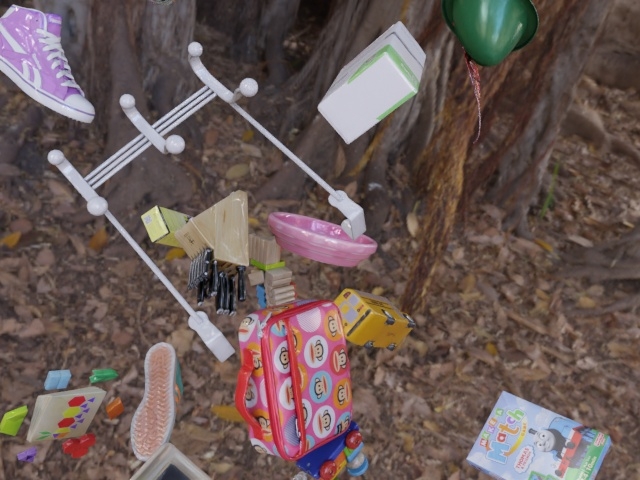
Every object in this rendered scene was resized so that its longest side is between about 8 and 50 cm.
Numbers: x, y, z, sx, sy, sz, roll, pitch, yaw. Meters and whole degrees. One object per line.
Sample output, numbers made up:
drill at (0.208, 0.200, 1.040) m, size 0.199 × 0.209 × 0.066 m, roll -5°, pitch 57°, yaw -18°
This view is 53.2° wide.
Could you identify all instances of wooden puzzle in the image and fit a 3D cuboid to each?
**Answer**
wooden puzzle at (-0.277, 0.535, 1.201) m, size 0.238 × 0.044 × 0.221 m, roll 39°, pitch 55°, yaw 7°

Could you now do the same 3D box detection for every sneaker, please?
sneaker at (-0.557, -0.375, 1.316) m, size 0.282 × 0.161 × 0.102 m, roll 39°, pitch 9°, yaw 2°
sneaker at (-0.405, 0.423, 1.640) m, size 0.108 × 0.121 × 0.302 m, roll -2°, pitch 57°, yaw 6°

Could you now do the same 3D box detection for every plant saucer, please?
plant saucer at (0.000, 0.000, 1.878) m, size 0.331 × 0.084 × 0.332 m, roll 15°, pitch 9°, yaw -2°

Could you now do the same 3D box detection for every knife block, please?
knife block at (-0.221, 0.036, 1.540) m, size 0.242 × 0.088 × 0.275 m, roll 53°, pitch 41°, yaw -4°

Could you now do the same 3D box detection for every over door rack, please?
over door rack at (-0.133, -0.064, 0.747) m, size 0.239 × 0.108 × 0.324 m, roll -41°, pitch 77°, yaw -12°

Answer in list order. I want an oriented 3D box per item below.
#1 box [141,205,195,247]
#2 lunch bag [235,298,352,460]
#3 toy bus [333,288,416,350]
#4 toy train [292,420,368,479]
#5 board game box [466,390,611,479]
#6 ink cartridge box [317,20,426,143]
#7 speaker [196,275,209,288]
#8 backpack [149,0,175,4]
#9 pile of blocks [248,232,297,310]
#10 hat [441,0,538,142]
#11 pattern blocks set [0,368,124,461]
box at (-0.403, -0.031, 1.793) m, size 0.087 × 0.058 × 0.232 m, roll 63°, pitch 14°, yaw 13°
lunch bag at (-0.061, 0.271, 1.264) m, size 0.120 × 0.293 × 0.258 m, roll -3°, pitch 7°, yaw 44°
toy bus at (0.148, 0.221, 1.760) m, size 0.130 × 0.108 × 0.332 m, roll 44°, pitch 11°, yaw 26°
toy train at (0.004, 0.521, 1.406) m, size 0.105 × 0.143 × 0.248 m, roll 14°, pitch 49°, yaw 46°
board game box at (0.406, 0.396, 1.197) m, size 0.211 × 0.039 × 0.160 m, roll 17°, pitch 62°, yaw 41°
ink cartridge box at (0.124, -0.365, 1.456) m, size 0.115 × 0.198 × 0.273 m, roll 47°, pitch 31°, yaw -16°
speaker at (-0.321, 0.095, 1.818) m, size 0.055 × 0.055 × 0.136 m, roll 15°, pitch 16°, yaw -3°
backpack at (-0.358, -0.583, 1.330) m, size 0.182 × 0.152 × 0.115 m, roll 45°, pitch 2°, yaw -19°
pile of blocks at (-0.149, 0.145, 2.159) m, size 0.112 × 0.363 × 0.148 m, roll -10°, pitch -2°, yaw -42°
hat at (0.277, -0.328, 1.125) m, size 0.208 × 0.173 × 0.184 m, roll 33°, pitch 68°, yaw -15°
pattern blocks set at (-0.609, 0.416, 1.521) m, size 0.285 × 0.325 × 0.026 m, roll 16°, pitch 30°, yaw -48°
